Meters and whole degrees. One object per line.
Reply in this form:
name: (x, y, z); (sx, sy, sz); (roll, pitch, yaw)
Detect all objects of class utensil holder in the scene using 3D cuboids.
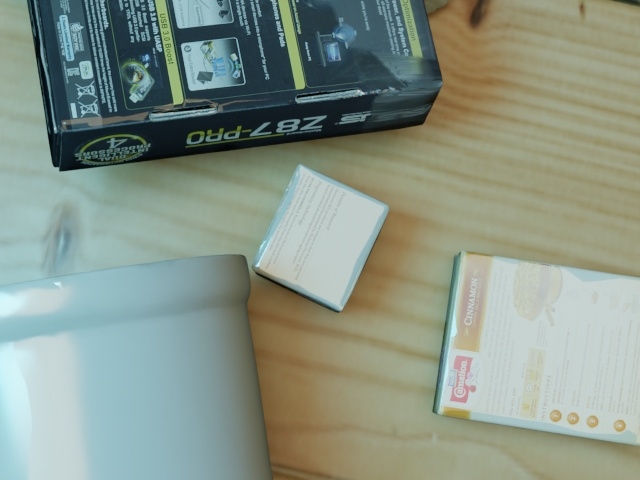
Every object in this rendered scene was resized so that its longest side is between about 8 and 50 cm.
utensil holder: (-0.188, 0.226, 1.435); (0.327, 0.327, 0.385); (-10, 88, -2)

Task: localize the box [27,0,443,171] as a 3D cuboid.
box: (-0.095, -0.270, 1.519); (0.318, 0.097, 0.395); (-9, 72, -11)

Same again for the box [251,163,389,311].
box: (0.000, 0.000, 1.561); (0.087, 0.101, 0.102); (24, 87, 1)

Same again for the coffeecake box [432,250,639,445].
coffeecake box: (0.199, 0.093, 1.573); (0.185, 0.068, 0.142); (9, 85, 0)

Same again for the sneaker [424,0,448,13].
sneaker: (0.042, -0.214, 1.612); (0.158, 0.061, 0.065); (-23, 59, -4)
